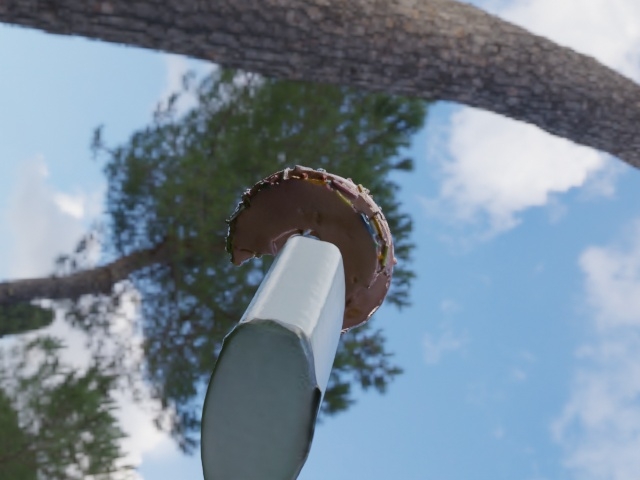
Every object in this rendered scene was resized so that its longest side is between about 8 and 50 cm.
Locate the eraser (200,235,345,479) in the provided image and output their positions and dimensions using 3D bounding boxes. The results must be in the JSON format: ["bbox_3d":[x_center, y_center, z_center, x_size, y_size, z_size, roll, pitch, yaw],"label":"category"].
[{"bbox_3d":[-0.038,0.122,1.084,0.290,0.104,0.189,-66,163,-74],"label":"eraser"}]

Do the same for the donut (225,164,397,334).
[{"bbox_3d":[0.000,0.000,1.431,0.233,0.085,0.199,42,-62,4],"label":"donut"}]
